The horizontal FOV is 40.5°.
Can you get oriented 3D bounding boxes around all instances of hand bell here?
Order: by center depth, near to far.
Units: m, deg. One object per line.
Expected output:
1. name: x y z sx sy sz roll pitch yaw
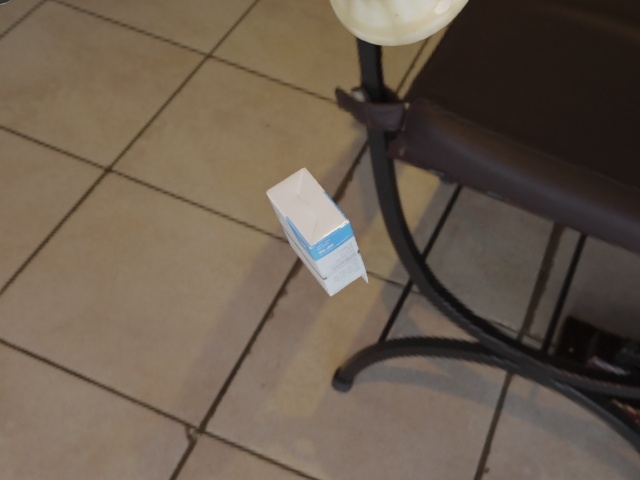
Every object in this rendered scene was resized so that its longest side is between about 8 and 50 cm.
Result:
1. hand bell: 0.008 -0.217 0.545 0.126 0.126 0.242 40 13 24

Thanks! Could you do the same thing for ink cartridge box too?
1. ink cartridge box: 0.000 0.000 0.517 0.028 0.083 0.048 -34 61 -7

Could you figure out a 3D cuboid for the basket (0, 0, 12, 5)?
1. basket: -0.353 -0.234 0.685 0.227 0.154 0.204 0 13 28
